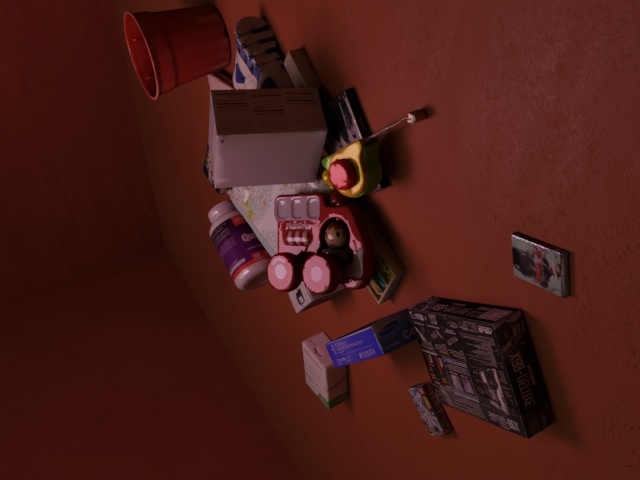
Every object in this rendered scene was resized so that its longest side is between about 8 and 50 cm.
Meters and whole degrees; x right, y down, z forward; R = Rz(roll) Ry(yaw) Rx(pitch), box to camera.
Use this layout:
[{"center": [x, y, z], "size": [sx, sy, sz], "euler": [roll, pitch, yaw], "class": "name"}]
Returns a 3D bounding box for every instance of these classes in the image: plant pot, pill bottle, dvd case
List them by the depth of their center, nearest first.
[{"center": [0.379, 0.041, 1.111], "size": [0.119, 0.013, 0.087], "euler": [31, 138, 54], "class": "dvd case"}, {"center": [0.072, -0.223, 1.535], "size": [0.179, 0.029, 0.239], "euler": [-13, 100, 67], "class": "dvd case"}, {"center": [-0.443, -0.612, 2.023], "size": [0.272, 0.265, 0.273], "euler": [49, 152, 38], "class": "plant pot"}, {"center": [-0.292, 0.013, 2.377], "size": [0.323, 0.181, 0.181], "euler": [59, 156, 19], "class": "pill bottle"}]

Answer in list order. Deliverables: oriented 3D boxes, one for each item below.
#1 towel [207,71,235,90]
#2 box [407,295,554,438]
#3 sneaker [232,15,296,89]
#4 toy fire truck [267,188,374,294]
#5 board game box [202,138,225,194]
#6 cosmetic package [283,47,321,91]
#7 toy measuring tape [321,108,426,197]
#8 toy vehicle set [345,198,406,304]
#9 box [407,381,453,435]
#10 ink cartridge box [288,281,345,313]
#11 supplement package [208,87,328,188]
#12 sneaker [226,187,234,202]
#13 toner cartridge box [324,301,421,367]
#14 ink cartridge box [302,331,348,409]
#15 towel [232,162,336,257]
[{"center": [-0.271, -0.374, 2.139], "size": [0.317, 0.053, 0.332], "euler": [40, 145, 47], "class": "towel"}, {"center": [0.325, 0.253, 1.348], "size": [0.307, 0.076, 0.243], "euler": [-1, 110, 66], "class": "box"}, {"center": [-0.156, -0.429, 1.759], "size": [0.182, 0.127, 0.316], "euler": [132, 120, -70], "class": "sneaker"}, {"center": [0.000, 0.000, 1.611], "size": [0.302, 0.169, 0.254], "euler": [-1, 92, 42], "class": "toy fire truck"}, {"center": [-0.352, -0.294, 2.230], "size": [0.136, 0.030, 0.260], "euler": [57, 145, 27], "class": "board game box"}, {"center": [-0.045, -0.415, 1.604], "size": [0.115, 0.041, 0.060], "euler": [65, 158, 7], "class": "cosmetic package"}, {"center": [0.114, -0.167, 1.369], "size": [0.330, 0.121, 0.122], "euler": [-21, 91, 51], "class": "toy measuring tape"}, {"center": [0.114, 0.017, 1.654], "size": [0.267, 0.035, 0.166], "euler": [57, 155, 23], "class": "toy vehicle set"}, {"center": [0.286, 0.440, 1.675], "size": [0.137, 0.027, 0.094], "euler": [64, 159, 8], "class": "box"}, {"center": [-0.008, 0.149, 1.936], "size": [0.072, 0.127, 0.175], "euler": [66, 157, 11], "class": "ink cartridge box"}, {"center": [-0.135, -0.249, 1.574], "size": [0.204, 0.261, 0.145], "euler": [107, 155, -56], "class": "supplement package"}, {"center": [-0.300, -0.224, 2.322], "size": [0.275, 0.107, 0.110], "euler": [46, 130, 33], "class": "sneaker"}, {"center": [0.145, 0.244, 1.631], "size": [0.075, 0.165, 0.348], "euler": [64, 157, 7], "class": "toner cartridge box"}, {"center": [0.017, 0.446, 2.203], "size": [0.154, 0.093, 0.213], "euler": [42, 148, 45], "class": "ink cartridge box"}, {"center": [-0.115, -0.135, 1.831], "size": [0.374, 0.090, 0.321], "euler": [49, 134, 30], "class": "towel"}]
